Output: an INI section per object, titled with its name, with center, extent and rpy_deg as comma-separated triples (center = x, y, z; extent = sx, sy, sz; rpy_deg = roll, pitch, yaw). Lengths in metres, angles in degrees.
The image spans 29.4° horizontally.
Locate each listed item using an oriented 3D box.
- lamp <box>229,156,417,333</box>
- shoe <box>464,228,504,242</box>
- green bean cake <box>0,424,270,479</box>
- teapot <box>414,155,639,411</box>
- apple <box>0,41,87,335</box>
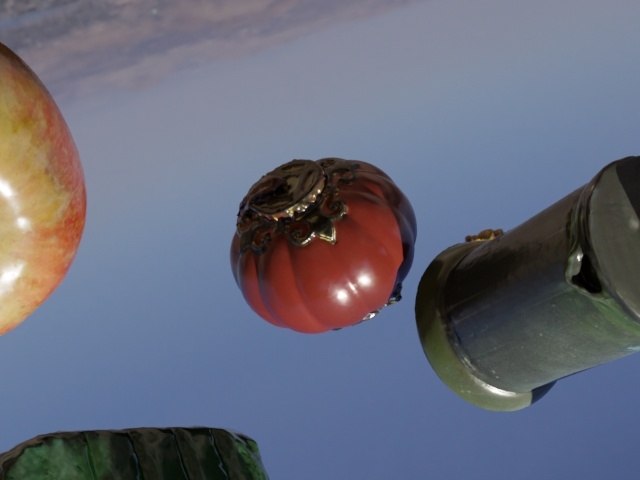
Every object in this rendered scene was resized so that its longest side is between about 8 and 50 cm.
[lamp]
center = 0.000, 0.000, 1.417
extent = 0.227, 0.226, 0.227
rpy_deg = -18, -171, 3
[shoe]
center = 0.259, 0.035, 1.881
extent = 0.069, 0.109, 0.072
rpy_deg = -3, -150, 6
[green bean cake]
center = -0.225, 0.303, 1.161
extent = 0.300, 0.169, 0.308
rpy_deg = -37, 154, 32
[teapot]
center = 0.288, 0.041, 1.260
extent = 0.271, 0.200, 0.337
rpy_deg = -10, 167, -29
[apple]
center = -0.253, -0.037, 0.773
extent = 0.209, 0.209, 0.164
rpy_deg = -21, -154, -18
